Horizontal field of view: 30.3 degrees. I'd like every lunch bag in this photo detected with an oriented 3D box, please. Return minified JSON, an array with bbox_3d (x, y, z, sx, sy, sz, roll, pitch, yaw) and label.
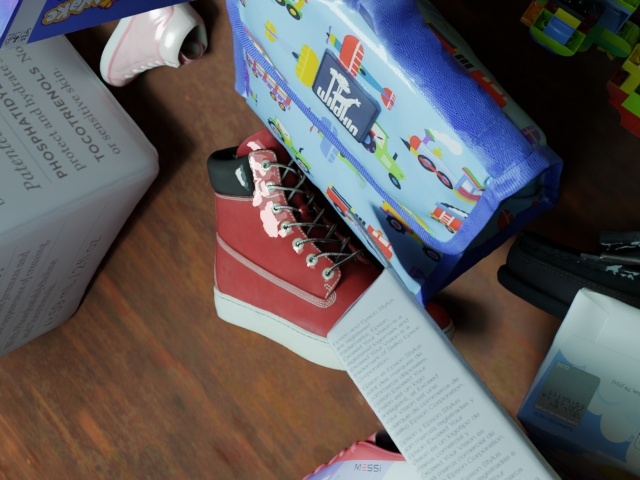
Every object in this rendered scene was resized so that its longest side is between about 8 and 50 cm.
[{"bbox_3d":[0.049,-0.097,0.734,0.221,0.138,0.293,51,176,10],"label":"lunch bag"}]

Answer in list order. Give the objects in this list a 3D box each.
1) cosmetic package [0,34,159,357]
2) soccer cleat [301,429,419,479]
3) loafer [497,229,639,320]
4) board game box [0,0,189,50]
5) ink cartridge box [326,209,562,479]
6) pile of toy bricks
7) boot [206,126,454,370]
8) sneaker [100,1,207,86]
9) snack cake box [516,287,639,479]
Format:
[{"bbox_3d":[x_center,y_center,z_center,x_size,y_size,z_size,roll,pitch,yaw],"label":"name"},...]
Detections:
[{"bbox_3d":[-0.430,-0.036,1.068,0.327,0.394,0.329,52,141,9],"label":"cosmetic package"},{"bbox_3d":[0.038,0.225,1.035,0.318,0.109,0.116,-18,74,47],"label":"soccer cleat"},{"bbox_3d":[0.266,0.040,0.759,0.303,0.109,0.095,22,103,24],"label":"loafer"},{"bbox_3d":[-0.250,-0.321,0.921,0.347,0.233,0.078,51,132,11],"label":"board game box"},{"bbox_3d":[0.125,0.179,0.733,0.324,0.071,0.330,54,179,-37],"label":"ink cartridge box"},{"bbox_3d":[0.165,-0.155,0.755,0.212,0.118,0.105,35,159,3],"label":"pile of toy bricks"},{"bbox_3d":[0.000,0.000,0.962,0.244,0.088,0.176,16,117,38],"label":"boot"},{"bbox_3d":[-0.143,-0.163,1.027,0.070,0.051,0.134,44,137,5],"label":"sneaker"},{"bbox_3d":[0.229,0.139,0.724,0.152,0.089,0.264,22,165,30],"label":"snack cake box"}]
